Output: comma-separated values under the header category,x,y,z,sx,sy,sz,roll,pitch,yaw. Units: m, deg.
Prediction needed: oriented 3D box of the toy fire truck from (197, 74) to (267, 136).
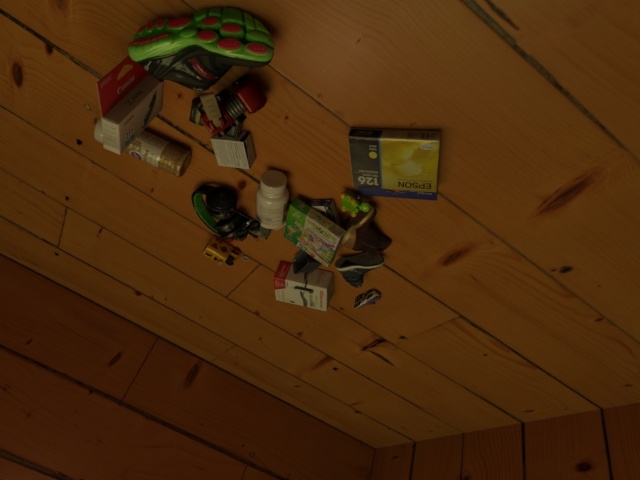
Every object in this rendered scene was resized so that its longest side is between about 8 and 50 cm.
category,x,y,z,sx,sy,sz,roll,pitch,yaw
toy fire truck,-0.287,-0.428,1.401,0.217,0.246,0.158,-34,117,2

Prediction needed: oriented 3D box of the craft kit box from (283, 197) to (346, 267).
category,x,y,z,sx,sy,sz,roll,pitch,yaw
craft kit box,-0.031,-0.027,1.864,0.250,0.061,0.246,34,145,11

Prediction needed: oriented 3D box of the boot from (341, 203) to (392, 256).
category,x,y,z,sx,sy,sz,roll,pitch,yaw
boot,0.211,-0.038,1.828,0.207,0.090,0.248,20,135,-23

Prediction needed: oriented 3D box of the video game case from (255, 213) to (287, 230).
category,x,y,z,sx,sy,sz,roll,pitch,yaw
video game case,-0.218,-0.097,1.971,0.122,0.011,0.087,40,137,-22

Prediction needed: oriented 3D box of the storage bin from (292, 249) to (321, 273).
category,x,y,z,sx,sy,sz,roll,pitch,yaw
storage bin,-0.060,0.097,2.074,0.091,0.098,0.135,9,148,-32

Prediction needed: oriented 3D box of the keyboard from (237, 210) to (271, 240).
category,x,y,z,sx,sy,sz,roll,pitch,yaw
keyboard,-0.322,-0.069,2.040,0.192,0.038,0.100,26,117,-5

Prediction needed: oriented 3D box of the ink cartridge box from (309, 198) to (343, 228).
category,x,y,z,sx,sy,sz,roll,pitch,yaw
ink cartridge box,0.031,-0.082,1.857,0.098,0.046,0.207,1,137,23

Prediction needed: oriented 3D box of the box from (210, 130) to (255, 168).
category,x,y,z,sx,sy,sz,roll,pitch,yaw
box,-0.328,-0.347,1.685,0.137,0.072,0.126,9,139,14

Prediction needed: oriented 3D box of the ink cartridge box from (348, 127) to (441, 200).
category,x,y,z,sx,sy,sz,roll,pitch,yaw
ink cartridge box,0.260,-0.247,1.562,0.304,0.072,0.307,6,136,17

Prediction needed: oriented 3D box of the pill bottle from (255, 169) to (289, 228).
category,x,y,z,sx,sy,sz,roll,pitch,yaw
pill bottle,-0.193,-0.165,1.789,0.131,0.131,0.229,17,140,4

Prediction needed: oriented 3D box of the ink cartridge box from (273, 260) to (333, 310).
category,x,y,z,sx,sy,sz,roll,pitch,yaw
ink cartridge box,-0.081,0.228,2.201,0.273,0.114,0.196,11,139,10

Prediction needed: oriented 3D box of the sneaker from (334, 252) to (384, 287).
category,x,y,z,sx,sy,sz,roll,pitch,yaw
sneaker,0.197,0.136,2.006,0.227,0.086,0.163,-8,136,26

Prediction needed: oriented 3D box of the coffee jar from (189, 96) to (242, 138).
category,x,y,z,sx,sy,sz,roll,pitch,yaw
coffee jar,-0.374,-0.440,1.589,0.185,0.079,0.096,21,123,-1

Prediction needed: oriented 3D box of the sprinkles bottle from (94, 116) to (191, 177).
category,x,y,z,sx,sy,sz,roll,pitch,yaw
sprinkles bottle,-0.702,-0.377,1.770,0.356,0.121,0.121,24,140,-6

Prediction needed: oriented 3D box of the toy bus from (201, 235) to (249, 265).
category,x,y,z,sx,sy,sz,roll,pitch,yaw
toy bus,-0.484,0.071,2.198,0.203,0.104,0.190,3,137,20

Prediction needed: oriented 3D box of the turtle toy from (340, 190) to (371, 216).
category,x,y,z,sx,sy,sz,roll,pitch,yaw
turtle toy,0.133,-0.144,1.718,0.130,0.066,0.095,32,151,28

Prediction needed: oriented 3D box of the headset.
category,x,y,z,sx,sy,sz,roll,pitch,yaw
headset,-0.417,-0.094,1.887,0.395,0.185,0.243,16,136,34

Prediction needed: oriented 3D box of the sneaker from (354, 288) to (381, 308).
category,x,y,z,sx,sy,sz,roll,pitch,yaw
sneaker,0.230,0.303,2.197,0.071,0.068,0.170,32,138,-23

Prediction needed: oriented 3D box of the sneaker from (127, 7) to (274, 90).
category,x,y,z,sx,sy,sz,roll,pitch,yaw
sneaker,-0.354,-0.583,1.386,0.484,0.185,0.202,7,157,20

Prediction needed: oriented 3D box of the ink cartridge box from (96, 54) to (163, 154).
category,x,y,z,sx,sy,sz,roll,pitch,yaw
ink cartridge box,-0.626,-0.476,1.489,0.066,0.296,0.261,22,140,-4
